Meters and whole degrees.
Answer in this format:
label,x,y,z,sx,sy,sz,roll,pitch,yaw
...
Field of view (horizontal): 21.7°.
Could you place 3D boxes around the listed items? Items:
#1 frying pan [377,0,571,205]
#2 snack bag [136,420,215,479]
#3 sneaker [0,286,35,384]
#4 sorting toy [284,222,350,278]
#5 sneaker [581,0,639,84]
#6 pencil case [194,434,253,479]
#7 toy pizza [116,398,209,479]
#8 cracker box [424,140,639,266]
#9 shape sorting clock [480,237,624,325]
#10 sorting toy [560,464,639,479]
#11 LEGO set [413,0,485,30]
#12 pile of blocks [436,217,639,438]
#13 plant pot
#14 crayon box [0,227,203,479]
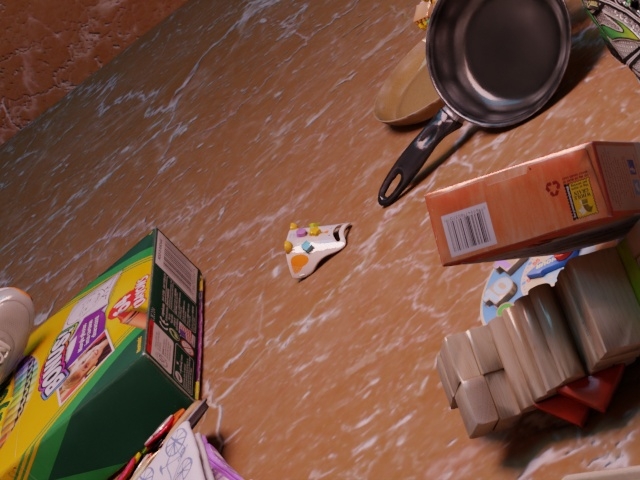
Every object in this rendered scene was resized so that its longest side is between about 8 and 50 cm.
label,x,y,z,sx,sy,sz,roll,pitch,yaw
frying pan,0.194,-0.168,1.948,0.197,0.053,0.326,23,105,35
snack bag,-0.192,0.368,1.526,0.342,0.037,0.323,-53,23,12
sneaker,-0.443,0.184,2.153,0.262,0.099,0.121,-58,27,-4
sorting toy,0.000,0.000,2.042,0.075,0.045,0.083,-14,30,19
sneaker,0.335,-0.239,1.715,0.134,0.146,0.343,-42,21,4
pencil case,-0.102,0.255,1.636,0.206,0.086,0.088,-164,77,-66
toy pizza,-0.192,0.246,1.807,0.201,0.032,0.201,-52,-2,-2
cracker box,0.213,-0.031,1.394,0.156,0.067,0.232,-18,-7,33
shape sorting clock,0.231,0.017,1.552,0.206,0.040,0.206,-38,21,17
sorting toy,0.197,0.239,1.176,0.193,0.038,0.208,-18,32,49
LEGO set,0.216,-0.270,2.044,0.287,0.107,0.132,-12,2,39
pile of blocks,0.243,0.077,1.358,0.362,0.149,0.112,-38,62,42
plant pot,0.169,-0.229,2.176,0.236,0.032,0.236,-38,21,17
crayon box,-0.298,0.182,2.133,0.313,0.106,0.363,-39,20,13
